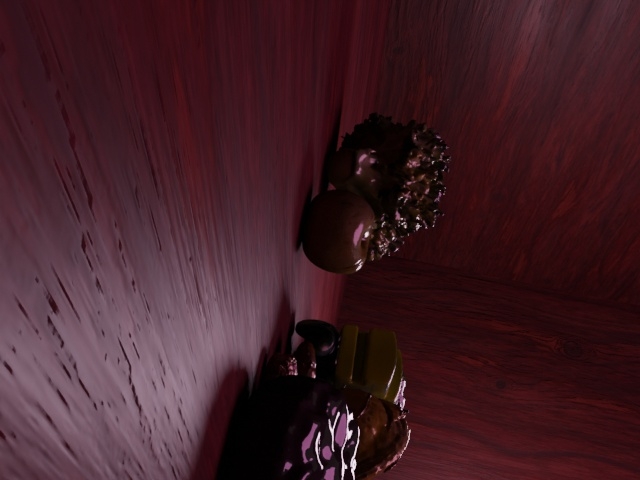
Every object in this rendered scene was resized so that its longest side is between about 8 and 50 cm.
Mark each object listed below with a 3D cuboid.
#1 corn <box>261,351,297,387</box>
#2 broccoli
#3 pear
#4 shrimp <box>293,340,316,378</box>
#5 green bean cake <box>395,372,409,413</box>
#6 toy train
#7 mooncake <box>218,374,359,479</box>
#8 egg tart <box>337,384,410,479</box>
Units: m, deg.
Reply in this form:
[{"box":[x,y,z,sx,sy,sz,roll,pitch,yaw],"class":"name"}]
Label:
[{"box":[-0.082,0.313,1.195,0.079,0.079,0.237,-33,130,-83],"class":"corn"},{"box":[0.141,-0.130,1.618,0.272,0.334,0.324,-27,115,-40],"class":"broccoli"},{"box":[0.033,-0.018,1.359,0.167,0.137,0.167,14,90,-82],"class":"pear"},{"box":[-0.067,0.331,1.357,0.154,0.062,0.294,-108,-140,-70],"class":"shrimp"},{"box":[0.089,0.501,2.035,0.218,0.335,0.319,-35,132,-85],"class":"green bean cake"},{"box":[0.057,0.331,1.641,0.442,0.272,0.179,93,7,-59],"class":"toy train"},{"box":[-0.036,0.345,1.038,0.283,0.141,0.283,5,90,-68],"class":"mooncake"},{"box":[0.035,0.391,1.384,0.290,0.290,0.115,-65,134,-70],"class":"egg tart"}]
